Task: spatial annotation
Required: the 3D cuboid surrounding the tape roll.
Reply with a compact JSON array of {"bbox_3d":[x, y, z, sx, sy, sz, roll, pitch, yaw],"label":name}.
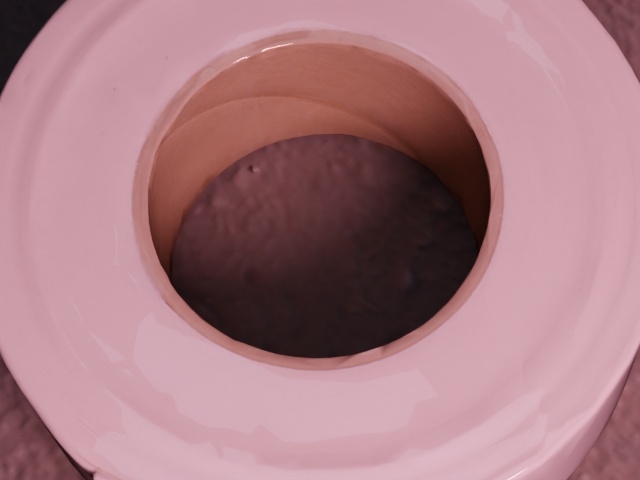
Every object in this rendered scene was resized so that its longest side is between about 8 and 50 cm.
[{"bbox_3d":[0.000,0.000,0.773,0.286,0.100,0.286,-1,69,2],"label":"tape roll"}]
